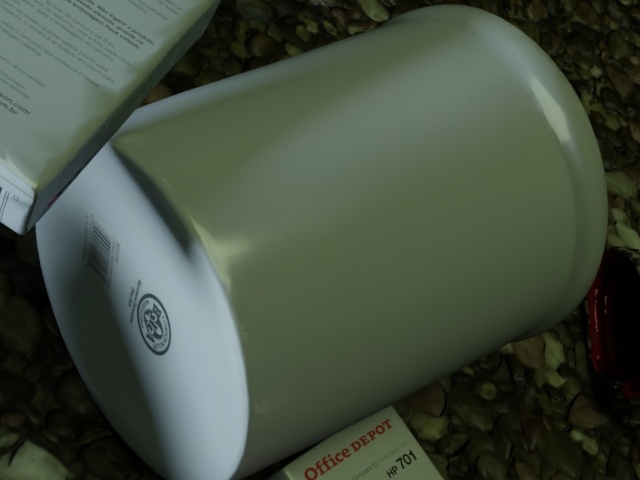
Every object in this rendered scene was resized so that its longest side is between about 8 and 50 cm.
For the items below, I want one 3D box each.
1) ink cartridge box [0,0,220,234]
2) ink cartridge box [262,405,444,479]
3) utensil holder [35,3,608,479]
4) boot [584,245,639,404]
[{"bbox_3d":[-0.251,-0.212,0.933,0.324,0.071,0.330,35,52,-1],"label":"ink cartridge box"},{"bbox_3d":[0.050,0.259,1.127,0.140,0.082,0.190,-29,80,-37],"label":"ink cartridge box"},{"bbox_3d":[0.000,0.000,1.099,0.385,0.327,0.327,-24,76,-34],"label":"utensil holder"},{"bbox_3d":[0.444,0.168,1.358,0.284,0.138,0.377,11,55,-25],"label":"boot"}]
